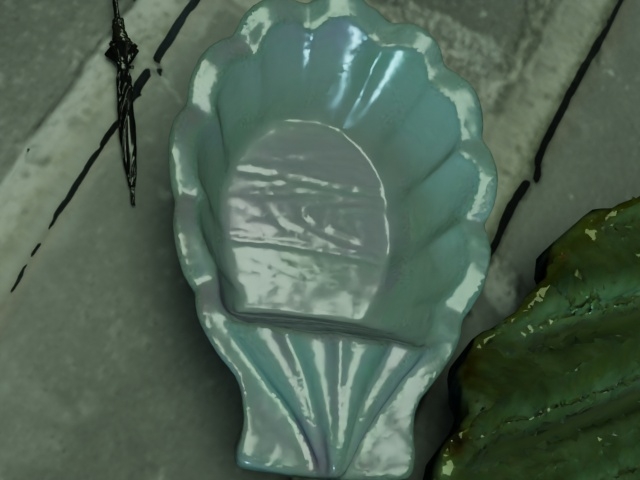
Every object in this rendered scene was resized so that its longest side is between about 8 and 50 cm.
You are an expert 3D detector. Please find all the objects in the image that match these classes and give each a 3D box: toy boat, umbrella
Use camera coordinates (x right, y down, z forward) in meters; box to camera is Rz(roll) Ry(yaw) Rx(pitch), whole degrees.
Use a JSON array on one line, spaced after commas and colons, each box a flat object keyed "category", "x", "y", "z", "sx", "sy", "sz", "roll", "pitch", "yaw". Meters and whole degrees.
[{"category": "toy boat", "x": 0.000, "y": 0.000, "z": 0.804, "sx": 0.199, "sy": 0.100, "sz": 0.290, "roll": 8, "pitch": 70, "yaw": -12}, {"category": "umbrella", "x": -0.124, "y": -0.094, "z": 0.847, "sx": 0.022, "sy": 0.022, "sz": 0.149, "roll": 10, "pitch": 76, "yaw": -51}]

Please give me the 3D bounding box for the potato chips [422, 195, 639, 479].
[{"category": "potato chips", "x": 0.237, "y": 0.145, "z": 0.808, "sx": 0.429, "sy": 0.070, "sz": 0.358, "roll": -20, "pitch": 83, "yaw": -29}]
